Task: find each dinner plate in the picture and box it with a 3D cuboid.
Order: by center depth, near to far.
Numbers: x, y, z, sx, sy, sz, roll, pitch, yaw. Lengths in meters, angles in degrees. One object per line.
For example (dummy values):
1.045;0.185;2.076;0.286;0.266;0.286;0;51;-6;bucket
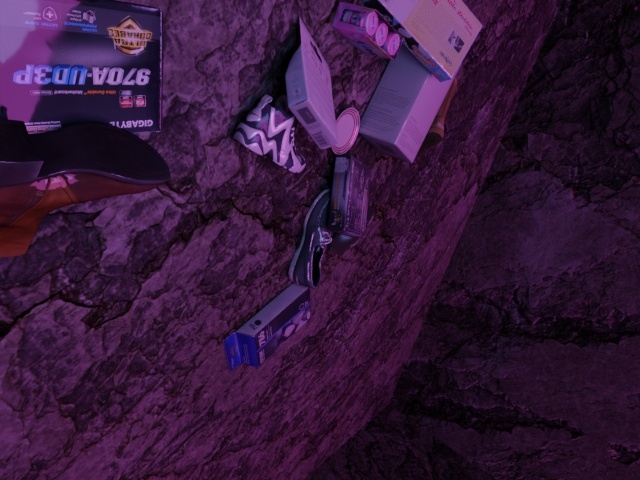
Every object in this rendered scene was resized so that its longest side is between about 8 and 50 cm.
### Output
0.070;-0.324;1.306;0.141;0.017;0.141;-37;142;-37;dinner plate

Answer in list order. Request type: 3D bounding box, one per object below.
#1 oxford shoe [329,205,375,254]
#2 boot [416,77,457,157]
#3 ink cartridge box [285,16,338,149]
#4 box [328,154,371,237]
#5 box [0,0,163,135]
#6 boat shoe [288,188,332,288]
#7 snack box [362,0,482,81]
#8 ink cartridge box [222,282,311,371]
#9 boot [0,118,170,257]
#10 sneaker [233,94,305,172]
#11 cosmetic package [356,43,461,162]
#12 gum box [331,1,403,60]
0.110;-0.033;1.569;0.212;0.076;0.076;-47;-171;-6;oxford shoe
0.372;-0.435;1.583;0.089;0.236;0.270;36;59;-31;boot
-0.023;-0.360;1.029;0.189;0.066;0.233;37;39;-61;ink cartridge box
0.095;-0.133;1.378;0.183;0.056;0.231;12;83;-65;box
-0.319;-0.229;0.584;0.220;0.051;0.175;-21;130;-48;box
0.000;0.000;1.381;0.116;0.099;0.320;6;108;-56;boat shoe
0.284;-0.611;1.190;0.321;0.060;0.187;34;84;-26;snack box
-0.157;0.281;1.409;0.332;0.065;0.166;-38;144;-35;ink cartridge box
-0.383;-0.041;0.621;0.280;0.096;0.264;-38;169;34;boot
-0.084;-0.259;1.034;0.234;0.094;0.153;20;106;-51;sneaker
0.287;-0.458;1.395;0.197;0.155;0.366;21;95;-60;cosmetic package
0.120;-0.530;1.118;0.188;0.107;0.062;1;113;-58;gum box
